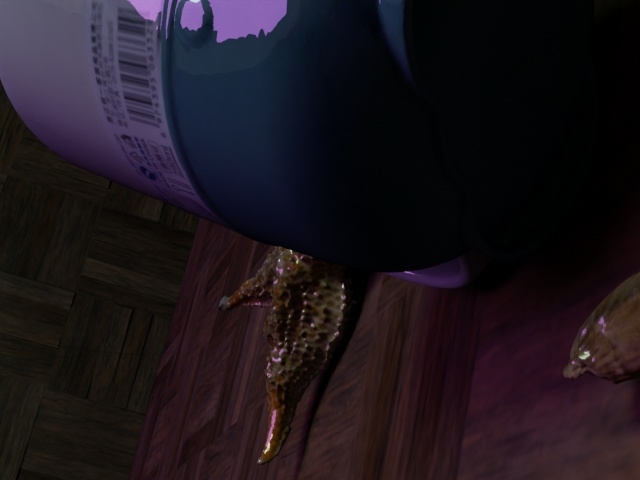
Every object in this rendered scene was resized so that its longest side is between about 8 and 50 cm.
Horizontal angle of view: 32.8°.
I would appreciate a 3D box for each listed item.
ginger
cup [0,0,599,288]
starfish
[{"bbox_3d":[0.129,0.017,0.369,0.137,0.044,0.057,135,133,-68],"label":"ginger"},{"bbox_3d":[0.001,-0.086,0.561,0.258,0.289,0.219,22,62,39],"label":"cup"},{"bbox_3d":[-0.015,0.022,0.915,0.301,0.084,0.293,-96,28,-54],"label":"starfish"}]
